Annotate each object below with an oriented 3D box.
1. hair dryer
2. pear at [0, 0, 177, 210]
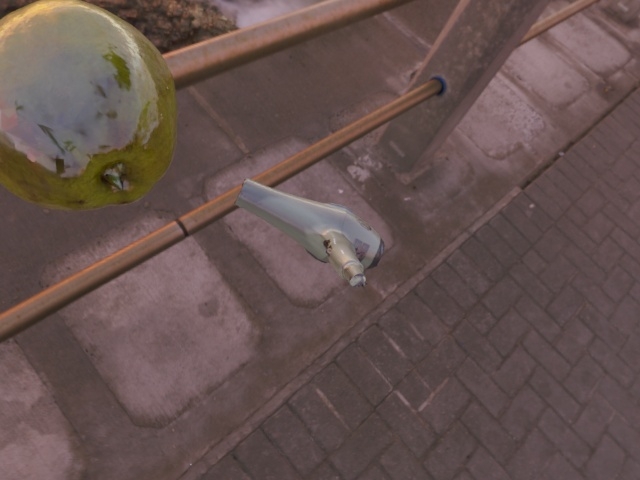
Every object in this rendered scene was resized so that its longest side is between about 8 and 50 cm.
[{"bbox_3d":[-0.024,-0.016,0.569,0.219,0.225,0.088,27,102,8],"label":"hair dryer"},{"bbox_3d":[-0.333,-0.182,0.600,0.269,0.269,0.321,-19,61,-24],"label":"pear"}]
